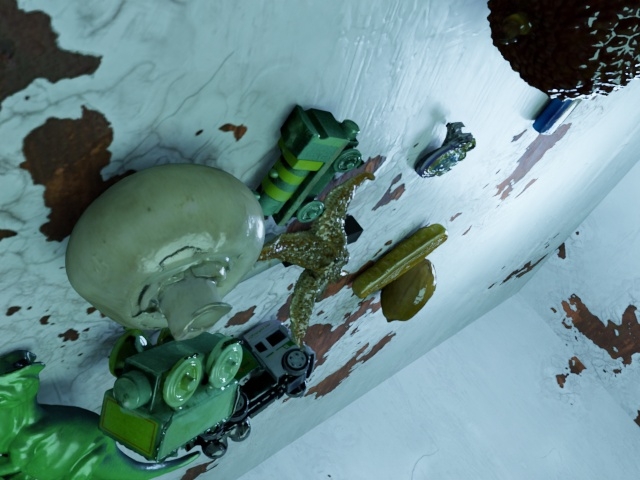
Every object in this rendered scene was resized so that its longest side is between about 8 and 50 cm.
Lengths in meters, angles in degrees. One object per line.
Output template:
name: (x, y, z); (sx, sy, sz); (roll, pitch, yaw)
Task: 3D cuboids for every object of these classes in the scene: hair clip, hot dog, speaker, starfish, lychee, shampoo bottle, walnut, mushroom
hair clip: (0.245, -0.172, 1.264); (0.116, 0.049, 0.172); (-12, 158, -24)
hot dog: (0.198, 0.049, 1.600); (0.285, 0.061, 0.088); (-34, 155, -7)
speaker: (0.000, 0.000, 1.210); (0.191, 0.046, 0.040); (-19, 151, -40)
starfish: (-0.011, 0.062, 1.114); (0.301, 0.084, 0.294); (-45, 152, -37)
lychee: (0.343, -0.317, 0.833); (0.299, 0.264, 0.264); (-24, 155, -23)
shampoo bottle: (0.568, -0.324, 1.446); (0.087, 0.050, 0.183); (-14, 149, -40)
walnut: (0.245, 0.144, 1.787); (0.137, 0.137, 0.245); (-9, 142, -51)
mushroom: (-0.180, 0.025, 0.772); (0.246, 0.202, 0.246); (-22, 151, -13)

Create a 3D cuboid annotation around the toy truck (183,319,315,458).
toy truck: (-0.186, 0.325, 1.388); (0.363, 0.178, 0.177); (-29, 152, -22)

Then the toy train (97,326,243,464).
toy train: (-0.248, 0.243, 1.075); (0.271, 0.158, 0.189); (-14, 120, -64)

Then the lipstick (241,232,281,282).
lipstick: (-0.178, 0.062, 1.038); (0.263, 0.059, 0.059); (-26, 156, -28)

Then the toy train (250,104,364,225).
toy train: (-0.028, -0.103, 0.925); (0.132, 0.083, 0.200); (2, 137, -43)

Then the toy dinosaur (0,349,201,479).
toy dinosaur: (-0.381, 0.308, 1.091); (0.499, 0.144, 0.375); (-4, 126, -46)
